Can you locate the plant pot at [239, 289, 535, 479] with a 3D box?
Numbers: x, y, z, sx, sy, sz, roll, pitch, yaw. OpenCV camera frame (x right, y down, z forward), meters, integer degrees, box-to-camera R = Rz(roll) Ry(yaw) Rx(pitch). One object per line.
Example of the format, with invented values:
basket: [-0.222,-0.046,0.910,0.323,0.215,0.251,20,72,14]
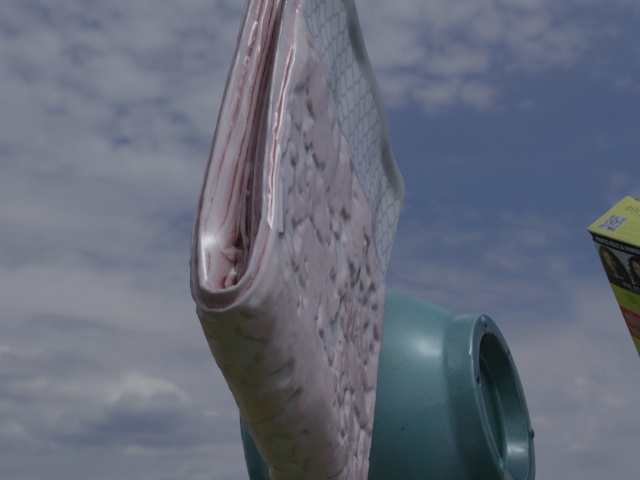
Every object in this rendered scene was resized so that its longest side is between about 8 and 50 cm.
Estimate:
plant pot: [0.080,0.171,1.140,0.196,0.293,0.293,-15,-22,20]

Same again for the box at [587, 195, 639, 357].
box: [0.323,0.074,1.130,0.087,0.058,0.232,25,-32,57]

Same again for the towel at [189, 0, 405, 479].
towel: [0.000,0.000,0.811,0.053,0.317,0.332,0,-35,13]
